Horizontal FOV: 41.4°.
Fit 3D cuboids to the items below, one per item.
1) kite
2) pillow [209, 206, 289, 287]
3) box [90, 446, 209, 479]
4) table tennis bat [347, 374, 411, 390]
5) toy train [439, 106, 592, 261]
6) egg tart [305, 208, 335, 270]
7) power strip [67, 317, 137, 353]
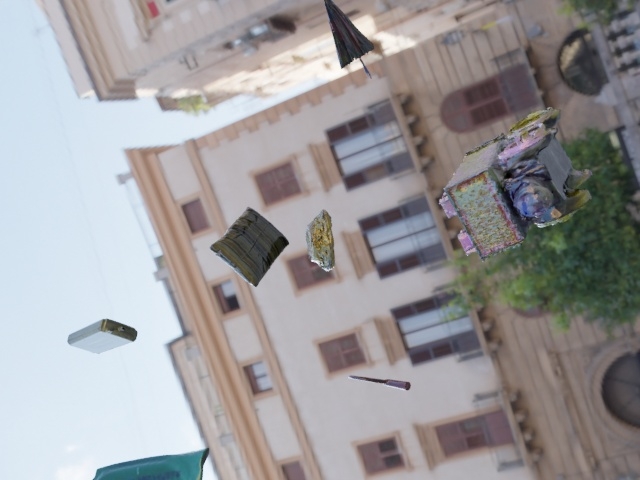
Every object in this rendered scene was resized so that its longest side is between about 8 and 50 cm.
[{"bbox_3d":[0.056,-0.465,1.906,0.234,0.016,0.321,58,-157,-9],"label":"kite"},{"bbox_3d":[-0.126,0.007,1.574,0.113,0.038,0.203,42,-152,-5],"label":"pillow"},{"bbox_3d":[-0.229,0.480,1.192,0.106,0.264,0.336,24,-124,-45],"label":"box"},{"bbox_3d":[0.131,0.313,1.879,0.098,0.155,0.019,18,-103,-49],"label":"table tennis bat"},{"bbox_3d":[0.278,-0.087,1.195,0.134,0.177,0.261,61,-154,-9],"label":"toy train"},{"bbox_3d":[0.000,0.000,1.698,0.130,0.052,0.130,176,90,-81],"label":"egg tart"},{"bbox_3d":[-0.402,0.177,1.568,0.076,0.169,0.028,26,-121,-33],"label":"power strip"}]
